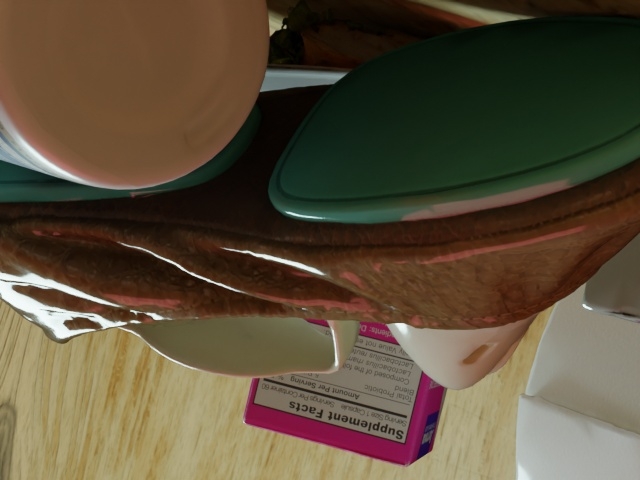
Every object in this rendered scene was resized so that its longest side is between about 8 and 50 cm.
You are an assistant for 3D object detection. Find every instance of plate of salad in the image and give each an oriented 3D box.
[{"bbox_3d":[0.016,-0.071,0.691,0.199,0.048,0.200,4,178,0],"label":"plate of salad"}]

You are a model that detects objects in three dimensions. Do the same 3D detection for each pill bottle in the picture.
[{"bbox_3d":[-0.096,-0.072,0.529,0.094,0.094,0.169,14,-179,-31],"label":"pill bottle"}]

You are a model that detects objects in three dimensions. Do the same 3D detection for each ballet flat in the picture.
[{"bbox_3d":[0.000,0.000,0.570,0.342,0.116,0.124,-5,128,33],"label":"ballet flat"}]

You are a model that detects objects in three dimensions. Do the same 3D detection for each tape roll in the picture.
[{"bbox_3d":[0.241,0.107,0.861,0.286,0.286,0.100,14,-178,-39],"label":"tape roll"}]

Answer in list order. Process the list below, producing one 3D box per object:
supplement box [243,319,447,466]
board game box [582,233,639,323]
[{"bbox_3d":[0.037,0.021,0.980,0.114,0.220,0.111,15,-179,12],"label":"supplement box"},{"bbox_3d":[0.290,0.025,0.649,0.224,0.097,0.303,14,-178,43],"label":"board game box"}]
